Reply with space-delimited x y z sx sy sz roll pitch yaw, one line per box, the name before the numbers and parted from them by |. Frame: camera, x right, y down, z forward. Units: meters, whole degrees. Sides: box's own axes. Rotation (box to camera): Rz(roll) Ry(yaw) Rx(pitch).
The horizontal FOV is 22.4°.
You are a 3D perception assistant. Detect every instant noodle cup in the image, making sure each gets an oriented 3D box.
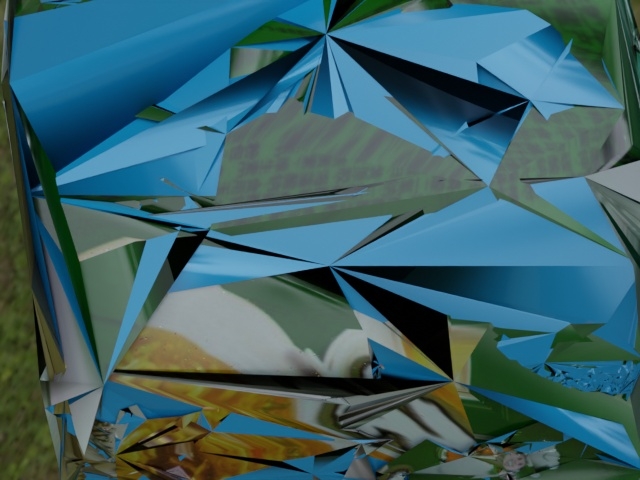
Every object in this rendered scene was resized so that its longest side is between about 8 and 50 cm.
instant noodle cup | 0.000 0.000 0.528 0.178 0.240 0.240 -6 62 -3
